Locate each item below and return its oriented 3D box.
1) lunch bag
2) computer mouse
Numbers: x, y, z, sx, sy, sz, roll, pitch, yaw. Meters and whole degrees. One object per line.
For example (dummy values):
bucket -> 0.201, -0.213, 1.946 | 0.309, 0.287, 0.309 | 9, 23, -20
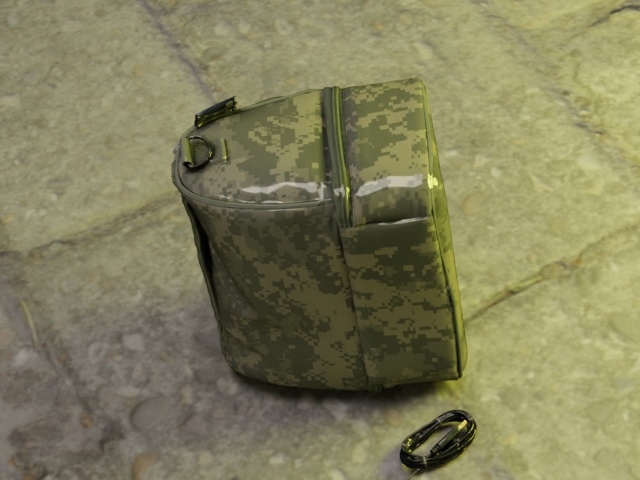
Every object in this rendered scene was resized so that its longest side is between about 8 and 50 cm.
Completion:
lunch bag -> 0.000, 0.000, 1.915 | 0.256, 0.305, 0.212 | -9, 44, 2
computer mouse -> 0.071, 0.242, 1.847 | 0.071, 0.041, 0.242 | 21, 53, 30
